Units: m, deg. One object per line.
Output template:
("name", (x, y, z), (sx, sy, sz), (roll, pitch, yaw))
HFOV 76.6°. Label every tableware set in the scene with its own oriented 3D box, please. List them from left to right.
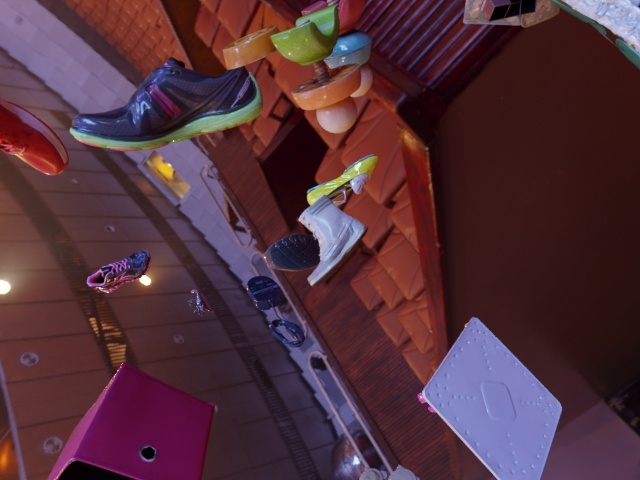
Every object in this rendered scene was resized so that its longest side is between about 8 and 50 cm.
("tableware set", (0.120, 0.534, 0.825), (0.168, 0.141, 0.020), (-51, -58, -44))

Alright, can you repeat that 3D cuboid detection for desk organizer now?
("desk organizer", (0.467, -0.582, 0.991), (0.047, 0.131, 0.050), (87, 168, -68))

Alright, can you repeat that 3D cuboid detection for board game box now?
("board game box", (0.518, 0.486, 1.218), (0.390, 0.050, 0.390), (47, -132, 9))

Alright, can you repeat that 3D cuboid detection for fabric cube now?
("fabric cube", (-0.413, 0.481, 0.875), (0.254, 0.259, 0.258), (34, -165, -17))

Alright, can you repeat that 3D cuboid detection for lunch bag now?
("lunch bag", (0.576, -0.756, 1.154), (0.288, 0.168, 0.235), (11, 159, 15))

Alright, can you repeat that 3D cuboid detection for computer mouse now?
("computer mouse", (-0.100, 0.154, 0.878), (0.071, 0.041, 0.242), (-14, -145, -23))

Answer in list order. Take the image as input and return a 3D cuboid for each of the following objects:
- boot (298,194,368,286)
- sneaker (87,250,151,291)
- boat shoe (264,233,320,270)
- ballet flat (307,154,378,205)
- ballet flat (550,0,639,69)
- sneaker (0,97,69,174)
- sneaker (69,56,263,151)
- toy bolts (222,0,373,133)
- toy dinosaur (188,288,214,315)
("boot", (0.000, 0.000, 1.078), (0.165, 0.213, 0.077), (40, 180, 11))
("sneaker", (-0.359, 0.054, 0.719), (0.047, 0.120, 0.057), (61, -174, 18))
("boat shoe", (-0.035, 0.044, 1.340), (0.325, 0.120, 0.122), (-12, -108, -33))
("ballet flat", (0.071, -0.150, 1.131), (0.077, 0.231, 0.077), (66, -168, 21))
("ballet flat", (0.603, -0.437, 0.777), (0.409, 0.147, 0.147), (47, -165, 11))
("sneaker", (-0.468, -0.143, 0.556), (0.221, 0.087, 0.127), (55, -150, -46))
("sneaker", (-0.399, -0.360, 1.060), (0.185, 0.484, 0.202), (32, 140, 64))
("toy bolts", (-0.009, -0.270, 0.640), (0.228, 0.219, 0.158), (-52, -48, -36))
("toy dinosaur", (-0.366, 0.183, 1.223), (0.047, 0.081, 0.090), (23, -161, 34))
